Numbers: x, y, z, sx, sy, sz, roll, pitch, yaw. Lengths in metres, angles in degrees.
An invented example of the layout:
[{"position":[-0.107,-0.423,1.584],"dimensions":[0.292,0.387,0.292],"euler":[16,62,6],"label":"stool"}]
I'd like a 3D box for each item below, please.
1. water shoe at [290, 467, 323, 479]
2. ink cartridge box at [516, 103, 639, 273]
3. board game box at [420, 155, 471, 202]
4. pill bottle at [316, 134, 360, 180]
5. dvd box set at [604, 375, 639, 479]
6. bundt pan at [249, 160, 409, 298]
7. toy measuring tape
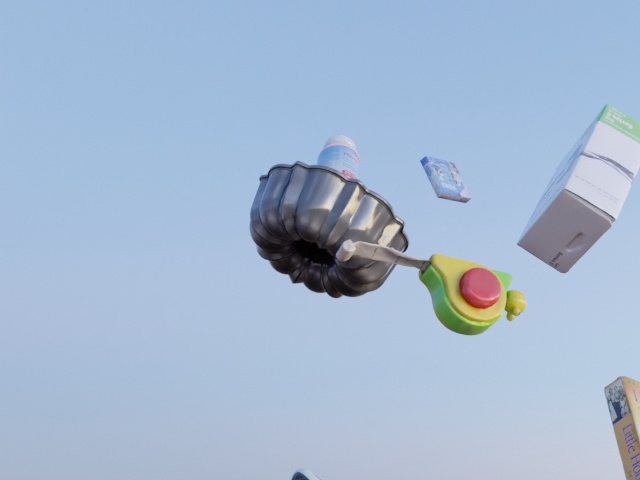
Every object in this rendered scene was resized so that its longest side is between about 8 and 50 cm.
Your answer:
[{"position":[0.033,0.433,1.476],"dimensions":[0.203,0.073,0.080],"euler":[41,24,32],"label":"water shoe"},{"position":[0.511,-0.099,1.826],"dimensions":[0.115,0.273,0.198],"euler":[33,-37,4],"label":"ink cartridge box"},{"position":[0.244,-0.118,1.846],"dimensions":[0.090,0.090,0.020],"euler":[7,-38,-44],"label":"board game box"},{"position":[0.035,-0.135,1.854],"dimensions":[0.087,0.160,0.087],"euler":[2,-50,2],"label":"pill bottle"},{"position":[0.693,0.478,1.753],"dimensions":[0.308,0.420,0.062],"euler":[23,-49,-23],"label":"dvd box set"},{"position":[0.000,0.000,1.859],"dimensions":[0.331,0.124,0.331],"euler":[21,-29,12],"label":"bundt pan"},{"position":[0.185,0.084,1.542],"dimensions":[0.330,0.121,0.121],"euler":[13,-20,-12],"label":"toy measuring tape"}]
